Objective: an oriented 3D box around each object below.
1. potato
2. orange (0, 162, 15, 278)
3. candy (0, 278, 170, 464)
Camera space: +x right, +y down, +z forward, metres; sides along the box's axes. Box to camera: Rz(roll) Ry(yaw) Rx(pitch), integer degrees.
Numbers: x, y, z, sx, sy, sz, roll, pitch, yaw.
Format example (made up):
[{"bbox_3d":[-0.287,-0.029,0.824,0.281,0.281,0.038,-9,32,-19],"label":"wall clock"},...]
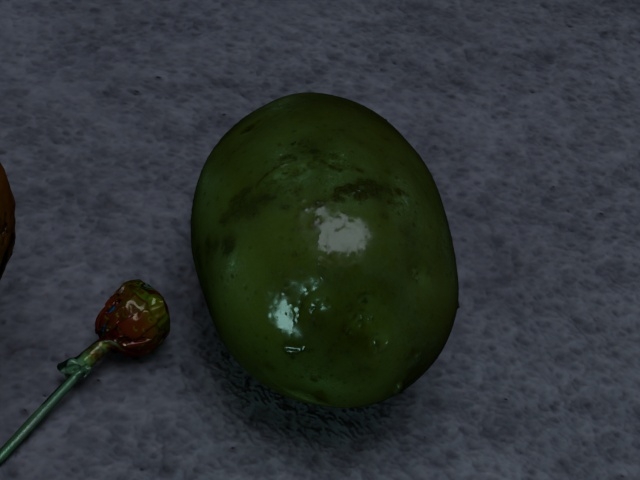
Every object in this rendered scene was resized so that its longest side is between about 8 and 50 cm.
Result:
[{"bbox_3d":[0.003,-0.001,1.236,0.216,0.216,0.304,8,45,-9],"label":"potato"},{"bbox_3d":[-0.345,-0.005,1.105,0.246,0.246,0.246,8,43,-8],"label":"orange"},{"bbox_3d":[-0.188,0.105,1.188,0.060,0.060,0.201,31,52,16],"label":"candy"}]
